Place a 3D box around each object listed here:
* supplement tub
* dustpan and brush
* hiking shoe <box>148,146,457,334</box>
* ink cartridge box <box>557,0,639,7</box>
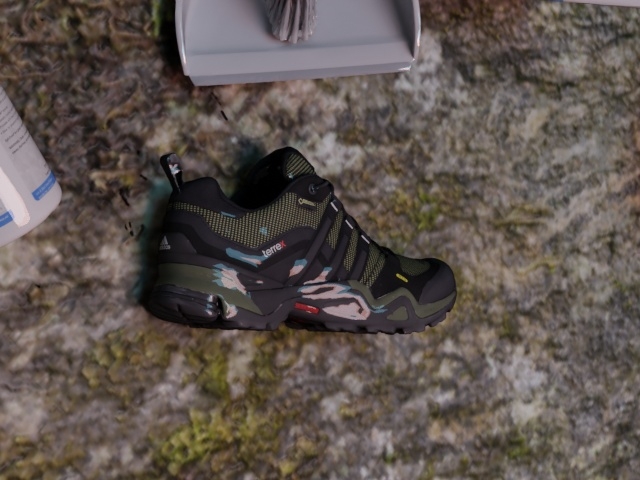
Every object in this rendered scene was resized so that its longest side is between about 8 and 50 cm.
[{"bbox_3d":[-0.190,-0.051,0.853,0.071,0.071,0.107,-41,113,-35],"label":"supplement tub"},{"bbox_3d":[-0.021,-0.203,1.002,0.147,0.060,0.211,-5,62,-5],"label":"dustpan and brush"},{"bbox_3d":[0.000,0.000,1.006,0.226,0.086,0.114,4,88,-40],"label":"hiking shoe"},{"bbox_3d":[0.132,-0.316,1.069,0.223,0.129,0.308,-3,104,-41],"label":"ink cartridge box"}]
